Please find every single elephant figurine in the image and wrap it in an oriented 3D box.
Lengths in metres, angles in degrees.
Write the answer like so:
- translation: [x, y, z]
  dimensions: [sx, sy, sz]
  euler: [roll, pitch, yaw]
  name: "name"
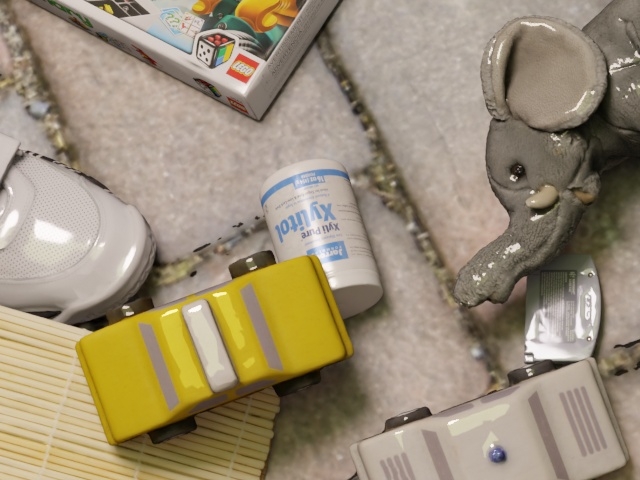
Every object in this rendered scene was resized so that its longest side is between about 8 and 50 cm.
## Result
- translation: [0.185, -0.088, 1.371]
  dimensions: [0.239, 0.169, 0.186]
  euler: [-18, 25, 14]
  name: "elephant figurine"

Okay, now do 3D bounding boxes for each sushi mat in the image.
- translation: [-0.185, 0.133, 1.351]
  dimensions: [0.316, 0.019, 0.151]
  euler: [17, 69, -15]
  name: "sushi mat"

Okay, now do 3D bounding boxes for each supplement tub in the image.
- translation: [0.000, 0.000, 1.419]
  dimensions: [0.071, 0.071, 0.107]
  euler: [-20, 67, 4]
  name: "supplement tub"

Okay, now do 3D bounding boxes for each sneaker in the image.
- translation: [-0.311, -0.048, 1.424]
  dimensions: [0.366, 0.210, 0.137]
  euler: [18, 75, 17]
  name: "sneaker"

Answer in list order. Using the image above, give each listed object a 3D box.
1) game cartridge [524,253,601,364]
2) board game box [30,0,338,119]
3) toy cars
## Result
- translation: [0.177, 0.050, 1.395]
  dimensions: [0.056, 0.017, 0.083]
  euler: [-1, 70, 15]
  name: "game cartridge"
- translation: [-0.127, -0.247, 1.545]
  dimensions: [0.305, 0.053, 0.193]
  euler: [28, 77, 20]
  name: "board game box"
- translation: [0.022, 0.111, 1.317]
  dimensions: [0.394, 0.087, 0.176]
  euler: [20, 86, 2]
  name: "toy cars"
